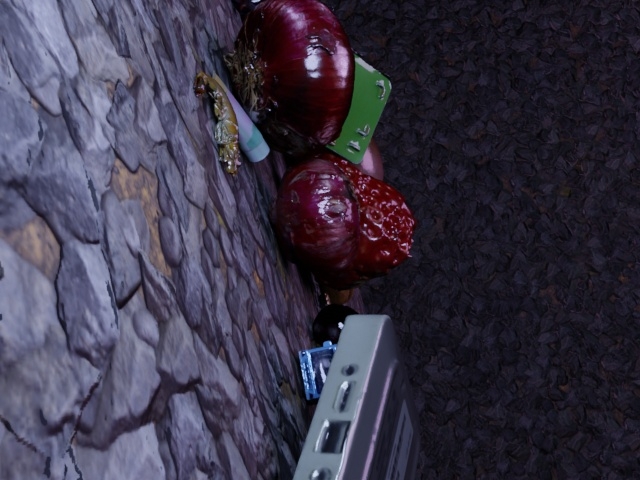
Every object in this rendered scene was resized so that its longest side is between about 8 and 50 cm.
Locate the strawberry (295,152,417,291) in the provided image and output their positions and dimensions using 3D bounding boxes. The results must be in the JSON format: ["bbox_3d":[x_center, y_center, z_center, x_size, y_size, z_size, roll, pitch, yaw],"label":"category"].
[{"bbox_3d":[0.047,-0.054,1.461,0.345,0.295,0.317,46,-22,-17],"label":"strawberry"}]

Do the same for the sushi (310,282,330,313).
[{"bbox_3d":[0.019,0.202,1.576,0.139,0.031,0.200,25,50,-82],"label":"sushi"}]

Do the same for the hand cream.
[{"bbox_3d":[-0.151,-0.218,1.047,0.076,0.047,0.174,-95,160,-45],"label":"hand cream"}]

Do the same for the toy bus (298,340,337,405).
[{"bbox_3d":[0.047,0.276,1.167,0.297,0.131,0.106,58,19,-68],"label":"toy bus"}]

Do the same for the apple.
[{"bbox_3d":[0.047,-0.222,1.763,0.235,0.306,0.305,-14,89,-60],"label":"apple"}]

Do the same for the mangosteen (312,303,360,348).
[{"bbox_3d":[0.039,0.225,1.346,0.137,0.137,0.151,57,53,-71],"label":"mangosteen"}]

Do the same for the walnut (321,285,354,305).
[{"bbox_3d":[0.049,0.134,1.722,0.105,0.105,0.124,-71,160,-80],"label":"walnut"}]

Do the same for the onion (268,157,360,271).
[{"bbox_3d":[-0.012,-0.052,1.203,0.246,0.190,0.246,175,-90,-79],"label":"onion"}]

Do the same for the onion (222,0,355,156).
[{"bbox_3d":[-0.042,-0.316,1.122,0.314,0.232,0.313,30,-54,54],"label":"onion"}]

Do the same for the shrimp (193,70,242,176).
[{"bbox_3d":[-0.160,-0.192,0.907,0.124,0.034,0.178,55,23,-57],"label":"shrimp"}]

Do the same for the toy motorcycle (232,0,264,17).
[{"bbox_3d":[-0.158,-0.787,1.486,0.172,0.232,0.416,-37,111,-81],"label":"toy motorcycle"}]

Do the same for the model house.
[{"bbox_3d":[-0.065,-0.373,1.460,0.358,0.313,0.242,22,86,-38],"label":"model house"}]

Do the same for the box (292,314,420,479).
[{"bbox_3d":[0.075,0.352,0.893,0.367,0.091,0.373,-69,151,-42],"label":"box"}]
